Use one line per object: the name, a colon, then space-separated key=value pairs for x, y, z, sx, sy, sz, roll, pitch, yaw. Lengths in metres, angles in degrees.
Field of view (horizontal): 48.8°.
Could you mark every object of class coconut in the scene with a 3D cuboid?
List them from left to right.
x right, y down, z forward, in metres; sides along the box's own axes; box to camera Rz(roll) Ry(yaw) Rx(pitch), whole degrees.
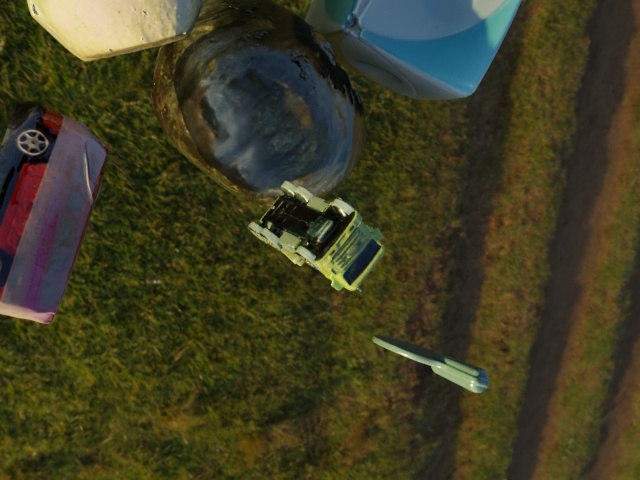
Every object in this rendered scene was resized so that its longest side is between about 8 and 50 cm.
coconut: x=-0.235 y=-0.321 z=0.780 sx=0.198 sy=0.237 sz=0.236 roll=-18 pitch=129 yaw=-15

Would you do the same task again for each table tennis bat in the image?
table tennis bat: x=0.189 y=0.201 z=1.194 sx=0.153 sy=0.244 sz=0.040 roll=20 pitch=89 yaw=-34

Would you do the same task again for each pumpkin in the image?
pumpkin: x=-0.112 y=-0.269 z=1.368 sx=0.344 sy=0.454 sz=0.454 roll=-46 pitch=139 yaw=14

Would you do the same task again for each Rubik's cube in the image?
Rubik's cube: x=0.199 y=-0.530 z=1.561 sx=0.352 sy=0.347 sz=0.351 roll=25 pitch=93 yaw=-24

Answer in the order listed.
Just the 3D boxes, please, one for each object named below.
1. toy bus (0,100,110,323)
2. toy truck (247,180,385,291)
toy bus: x=-0.406 y=-0.037 z=0.998 sx=0.147 sy=0.128 sz=0.302 roll=22 pitch=76 yaw=-28
toy truck: x=0.000 y=0.000 z=0.760 sx=0.100 sy=0.169 sz=0.077 roll=43 pitch=79 yaw=-32
